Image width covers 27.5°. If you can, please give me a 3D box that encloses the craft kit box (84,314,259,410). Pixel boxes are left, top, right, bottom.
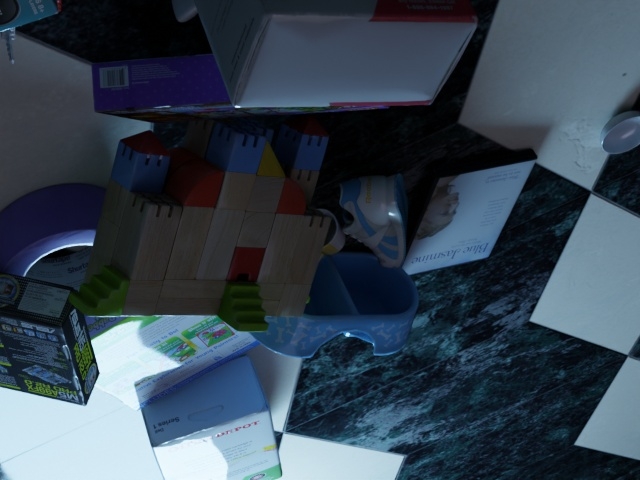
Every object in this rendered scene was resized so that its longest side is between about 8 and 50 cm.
[{"bbox_3d":[-0.248,0.149,1.997,0.250,0.061,0.246,-29,149,10],"label":"craft kit box"}]

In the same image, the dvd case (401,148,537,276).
[{"bbox_3d":[0.217,-0.037,2.018,0.180,0.022,0.253,-12,146,-24],"label":"dvd case"}]

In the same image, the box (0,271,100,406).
[{"bbox_3d":[-0.438,0.116,1.714,0.270,0.060,0.216,11,146,8],"label":"box"}]

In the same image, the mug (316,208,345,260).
[{"bbox_3d":[0.000,-0.004,1.921,0.078,0.062,0.064,-32,154,9],"label":"mug"}]

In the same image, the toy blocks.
[{"bbox_3d":[-0.125,-0.041,1.650,0.381,0.191,0.261,3,110,-41],"label":"toy blocks"}]

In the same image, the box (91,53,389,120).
[{"bbox_3d":[-0.081,-0.171,1.459,0.293,0.057,0.201,-3,-179,12],"label":"box"}]

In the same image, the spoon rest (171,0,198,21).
[{"bbox_3d":[-0.079,-0.262,1.508,0.137,0.084,0.276,-34,158,20],"label":"spoon rest"}]

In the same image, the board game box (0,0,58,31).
[{"bbox_3d":[-0.449,-0.275,1.218,0.336,0.079,0.253,-18,140,-1],"label":"board game box"}]

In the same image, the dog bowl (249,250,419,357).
[{"bbox_3d":[0.019,0.088,1.966,0.297,0.166,0.074,2,136,-32],"label":"dog bowl"}]

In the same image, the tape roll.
[{"bbox_3d":[-0.338,0.015,1.731,0.189,0.080,0.189,-15,147,-10],"label":"tape roll"}]

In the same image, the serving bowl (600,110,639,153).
[{"bbox_3d":[0.458,-0.168,1.978,0.083,0.027,0.083,-15,147,-10],"label":"serving bowl"}]

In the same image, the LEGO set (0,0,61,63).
[{"bbox_3d":[-0.319,-0.286,1.338,0.182,0.060,0.244,-33,146,22],"label":"LEGO set"}]

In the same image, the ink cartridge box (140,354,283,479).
[{"bbox_3d":[-0.185,0.332,2.233,0.201,0.117,0.278,-17,147,-8],"label":"ink cartridge box"}]

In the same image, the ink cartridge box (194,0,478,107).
[{"bbox_3d":[-0.013,-0.281,1.292,0.226,0.306,0.131,-4,142,-25],"label":"ink cartridge box"}]

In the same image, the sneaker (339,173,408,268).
[{"bbox_3d":[0.081,-0.030,1.919,0.092,0.087,0.228,0,152,8],"label":"sneaker"}]
